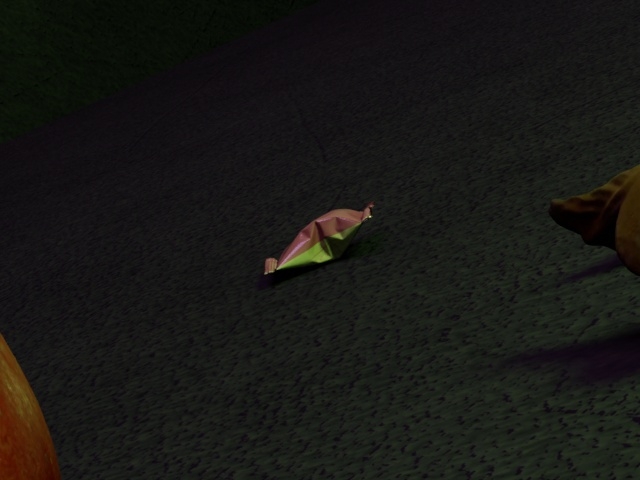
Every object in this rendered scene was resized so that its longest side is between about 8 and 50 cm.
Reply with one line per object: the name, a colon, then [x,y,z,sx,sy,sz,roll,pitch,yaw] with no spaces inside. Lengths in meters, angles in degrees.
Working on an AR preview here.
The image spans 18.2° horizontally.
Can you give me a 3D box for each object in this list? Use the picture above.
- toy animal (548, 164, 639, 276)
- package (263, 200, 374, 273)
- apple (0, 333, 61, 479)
toy animal: [0.182,-0.004,0.872,0.188,0.089,0.179,-15,38,28]
package: [0.000,0.000,1.314,0.083,0.029,0.059,-27,7,6]
apple: [-0.209,0.100,0.762,0.218,0.201,0.218,-24,16,7]
